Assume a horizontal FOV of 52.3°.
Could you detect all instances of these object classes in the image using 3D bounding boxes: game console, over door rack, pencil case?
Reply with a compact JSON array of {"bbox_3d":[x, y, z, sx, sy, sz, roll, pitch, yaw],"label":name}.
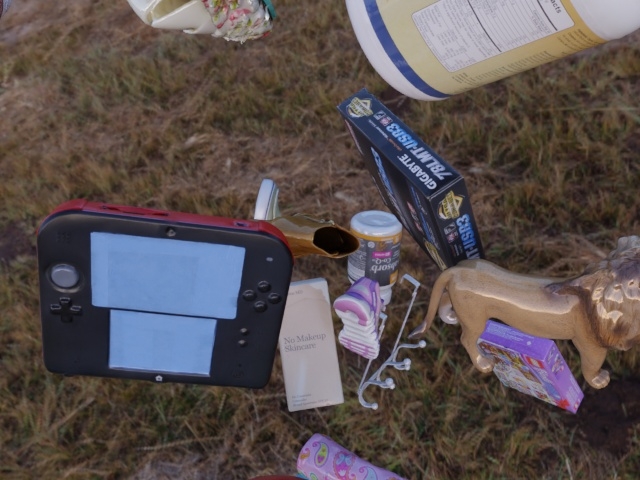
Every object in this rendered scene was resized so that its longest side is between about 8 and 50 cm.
[{"bbox_3d":[-0.252,0.105,1.059,0.387,0.342,0.060,7,28,-9],"label":"game console"},{"bbox_3d":[0.212,0.294,1.850,0.108,0.324,0.239,18,30,27],"label":"over door rack"},{"bbox_3d":[0.082,0.574,1.565,0.284,0.124,0.124,21,55,30],"label":"pencil case"}]

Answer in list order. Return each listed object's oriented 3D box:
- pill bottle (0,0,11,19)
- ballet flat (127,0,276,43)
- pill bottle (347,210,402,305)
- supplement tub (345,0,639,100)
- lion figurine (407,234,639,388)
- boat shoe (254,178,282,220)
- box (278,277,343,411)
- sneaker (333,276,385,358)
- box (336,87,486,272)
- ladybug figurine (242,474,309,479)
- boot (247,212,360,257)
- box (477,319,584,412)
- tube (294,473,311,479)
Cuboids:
[{"bbox_3d":[-0.688,-0.462,1.257,0.121,0.121,0.216,-13,25,7],"label":"pill bottle"},{"bbox_3d":[-0.088,-0.165,0.365,0.077,0.241,0.091,-41,79,2],"label":"ballet flat"},{"bbox_3d":[0.166,0.060,2.038,0.162,0.278,0.162,1,26,-1],"label":"pill bottle"},{"bbox_3d":[0.206,-0.293,0.672,0.316,0.228,0.228,-12,36,42],"label":"supplement tub"},{"bbox_3d":[0.304,0.089,0.931,0.392,0.240,0.142,-1,48,18],"label":"lion figurine"},{"bbox_3d":[-0.137,-0.021,1.793,0.094,0.302,0.109,7,22,-2],"label":"boat shoe"},{"bbox_3d":[-0.035,0.259,1.660,0.148,0.311,0.121,-9,1,-4],"label":"box"},{"bbox_3d":[0.094,0.161,1.375,0.095,0.236,0.104,18,56,21],"label":"sneaker"},{"bbox_3d":[0.167,-0.084,1.145,0.073,0.295,0.293,-35,49,-3],"label":"box"},{"bbox_3d":[-0.137,0.586,1.283,0.162,0.449,0.305,42,110,36],"label":"ladybug figurine"},{"bbox_3d":[0.000,-0.001,1.377,0.211,0.104,0.295,9,3,35],"label":"boot"},{"bbox_3d":[0.498,0.302,1.575,0.201,0.293,0.057,17,66,44],"label":"box"},{"bbox_3d":[-0.056,0.639,1.697,0.207,0.080,0.052,-21,26,-17],"label":"tube"}]
